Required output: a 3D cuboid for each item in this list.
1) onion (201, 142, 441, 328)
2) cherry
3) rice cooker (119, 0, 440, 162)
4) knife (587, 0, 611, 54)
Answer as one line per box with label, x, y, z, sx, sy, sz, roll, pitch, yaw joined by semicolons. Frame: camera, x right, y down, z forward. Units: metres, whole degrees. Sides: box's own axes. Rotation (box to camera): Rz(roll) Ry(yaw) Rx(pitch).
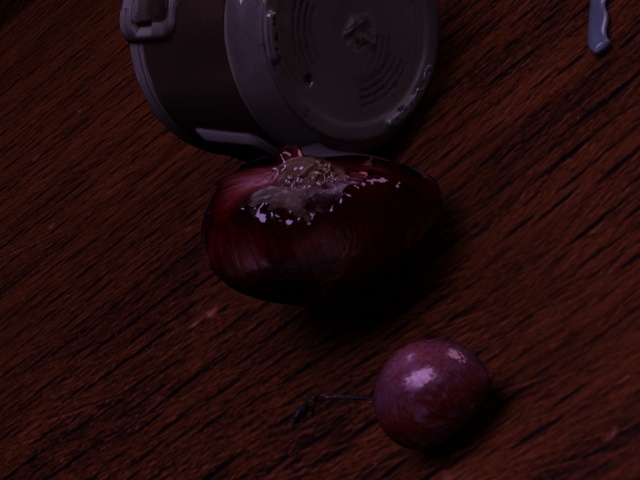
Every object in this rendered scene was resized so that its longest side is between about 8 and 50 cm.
onion;0.000;0.000;1.559;0.272;0.195;0.272;-5;15;1
cherry;0.065;0.157;1.365;0.225;0.090;0.107;-24;39;32
rice cooker;-0.058;-0.253;1.778;0.325;0.335;0.335;8;59;52
knife;0.321;-0.280;1.649;0.028;0.015;0.210;-32;32;35
